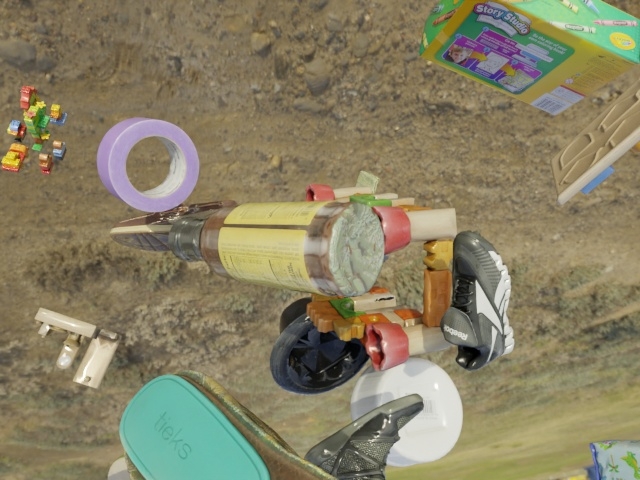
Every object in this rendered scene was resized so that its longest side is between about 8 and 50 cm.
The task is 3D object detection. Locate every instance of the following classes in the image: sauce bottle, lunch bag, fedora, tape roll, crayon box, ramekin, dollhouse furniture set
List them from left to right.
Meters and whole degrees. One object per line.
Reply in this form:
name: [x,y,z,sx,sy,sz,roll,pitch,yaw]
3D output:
dollhouse furniture set: [-0.528,0.232,0.976,0.144,0.123,0.151,21,160,-8]
tape roll: [-0.358,-0.159,0.967,0.189,0.080,0.189,-16,116,-37]
sauce bottle: [-0.081,0.002,0.607,0.344,0.111,0.111,5,164,43]
fedora: [-0.007,0.258,1.238,0.334,0.152,0.334,-15,130,-19]
ramekin: [0.230,0.437,1.197,0.277,0.277,0.135,1,158,-19]
crayon box: [0.318,-0.312,0.720,0.278,0.081,0.165,19,164,-11]
lunch bag: [0.508,0.346,0.682,0.151,0.096,0.129,10,160,-24]

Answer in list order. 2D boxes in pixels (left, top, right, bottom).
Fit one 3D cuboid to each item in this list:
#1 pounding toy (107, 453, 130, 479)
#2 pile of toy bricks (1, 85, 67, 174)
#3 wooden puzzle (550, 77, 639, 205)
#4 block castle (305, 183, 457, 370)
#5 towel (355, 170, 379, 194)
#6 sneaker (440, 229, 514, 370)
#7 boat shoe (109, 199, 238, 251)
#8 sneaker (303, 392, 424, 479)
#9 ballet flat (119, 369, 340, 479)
pounding toy: [-0.290,0.443,0.880,0.237,0.183,0.110,-61,167,25]
pile of toy bricks: [-0.633,-0.255,1.028,0.118,0.212,0.105,9,149,-14]
wooden puzzle: [0.783,-0.261,1.259,0.080,0.348,0.322,38,128,0]
block castle: [0.079,0.047,0.975,0.212,0.453,0.303,-6,104,-17]
towel: [0.153,-0.179,1.583,0.027,0.148,0.110,12,106,-21]
sneaker: [0.221,0.101,0.675,0.106,0.078,0.234,-32,119,-24]
boat shoe: [-0.388,-0.055,1.252,0.342,0.123,0.123,-7,154,1]
sneaker: [0.099,0.358,0.779,0.227,0.130,0.087,-29,153,-15]
ballet flat: [-0.019,0.206,0.301,0.123,0.348,0.123,-19,120,-36]
